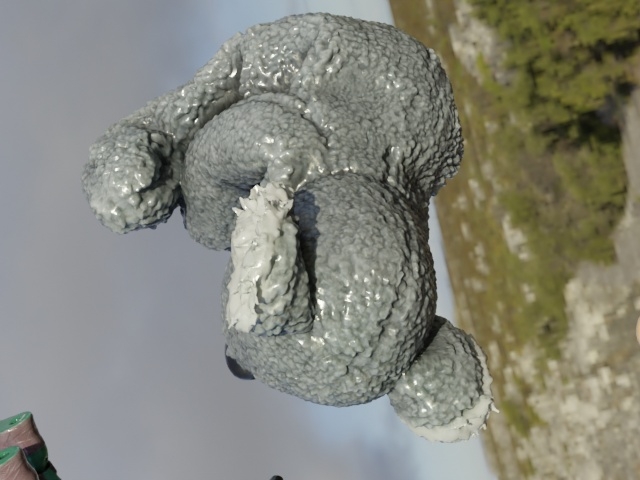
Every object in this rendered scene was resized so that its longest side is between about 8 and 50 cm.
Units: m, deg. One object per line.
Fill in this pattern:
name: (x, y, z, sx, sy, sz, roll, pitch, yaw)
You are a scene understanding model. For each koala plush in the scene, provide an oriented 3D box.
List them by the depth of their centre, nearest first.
koala plush: (0.000, 0.000, 0.625, 0.196, 0.203, 0.221, 39, -161, -28)

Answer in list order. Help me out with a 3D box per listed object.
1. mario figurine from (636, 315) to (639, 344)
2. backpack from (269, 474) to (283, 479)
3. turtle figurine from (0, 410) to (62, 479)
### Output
mario figurine: (0.256, 0.125, 0.761, 0.198, 0.170, 0.320, -105, 11, -83)
backpack: (0.081, 0.362, 1.109, 0.263, 0.213, 0.276, 25, -125, -42)
turtle figurine: (-0.217, 0.267, 1.010, 0.234, 0.118, 0.175, 64, 163, -15)
